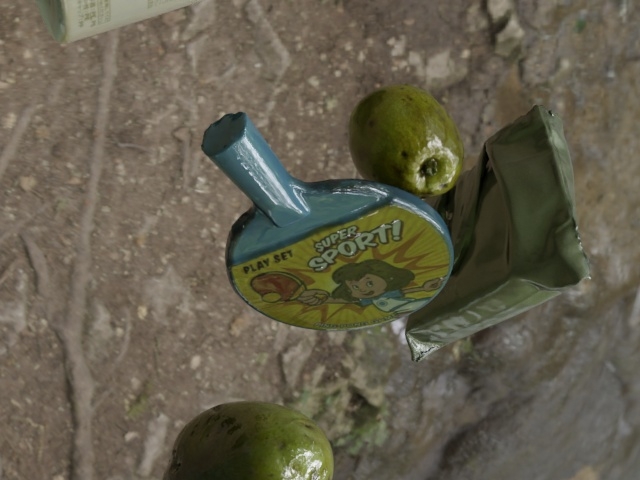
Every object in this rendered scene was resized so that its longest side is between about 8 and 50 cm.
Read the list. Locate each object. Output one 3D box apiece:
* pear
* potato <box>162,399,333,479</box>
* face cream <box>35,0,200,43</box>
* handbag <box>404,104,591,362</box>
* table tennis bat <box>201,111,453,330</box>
[{"bbox_3d":[0.079,-0.093,0.737,0.107,0.131,0.107,-12,119,-22],"label":"pear"},{"bbox_3d":[-0.102,0.307,1.013,0.148,0.228,0.197,-2,98,-57],"label":"potato"},{"bbox_3d":[-0.141,-0.339,0.830,0.348,0.081,0.173,-29,139,-28],"label":"face cream"},{"bbox_3d":[0.209,-0.006,0.986,0.109,0.316,0.253,18,59,-18],"label":"handbag"},{"bbox_3d":[0.000,0.000,0.719,0.329,0.215,0.044,48,29,-47],"label":"table tennis bat"}]
